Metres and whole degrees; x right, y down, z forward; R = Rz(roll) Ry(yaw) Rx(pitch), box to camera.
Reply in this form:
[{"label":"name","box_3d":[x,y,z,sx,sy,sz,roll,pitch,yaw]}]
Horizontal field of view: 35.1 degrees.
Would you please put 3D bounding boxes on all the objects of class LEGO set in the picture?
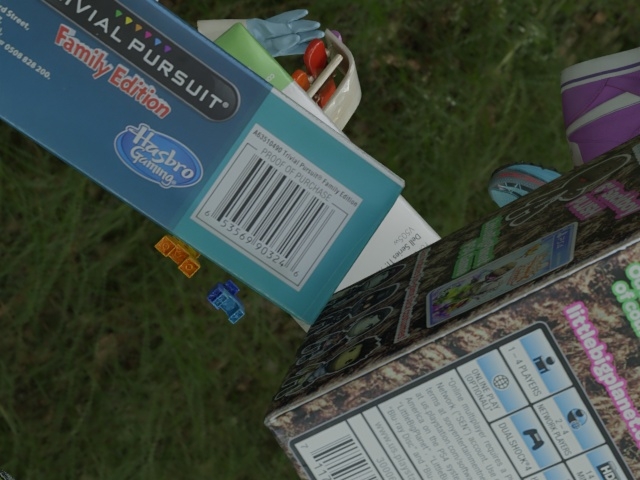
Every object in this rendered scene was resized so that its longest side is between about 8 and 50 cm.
[{"label":"LEGO set","box_3d":[-0.134,0.016,1.252,0.087,0.227,0.093,-42,-166,7]}]

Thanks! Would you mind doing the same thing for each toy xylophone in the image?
[{"label":"toy xylophone","box_3d":[-0.037,-0.180,1.538,0.322,0.081,0.236,-54,165,-16]}]

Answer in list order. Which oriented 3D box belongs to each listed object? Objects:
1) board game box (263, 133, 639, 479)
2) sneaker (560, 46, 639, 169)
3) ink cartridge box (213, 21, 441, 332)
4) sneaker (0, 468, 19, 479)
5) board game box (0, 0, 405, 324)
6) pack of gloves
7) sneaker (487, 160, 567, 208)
[{"label":"board game box","box_3d":[0.169,0.076,0.402,0.291,0.232,0.141,-28,-170,17]},{"label":"sneaker","box_3d":[0.389,-0.134,1.073,0.102,0.160,0.282,8,165,-39]},{"label":"ink cartridge box","box_3d":[0.000,0.000,0.904,0.119,0.353,0.207,-43,179,-10]},{"label":"sneaker","box_3d":[-0.232,0.157,0.544,0.134,0.344,0.146,-47,140,-35]},{"label":"board game box","box_3d":[-0.116,-0.081,0.565,0.079,0.254,0.336,-55,-167,-1]},{"label":"pack of gloves","box_3d":[-0.090,-0.293,1.749,0.046,0.232,0.195,-31,117,-68]},{"label":"sneaker","box_3d":[0.268,0.024,1.098,0.125,0.262,0.104,-40,164,-15]}]
